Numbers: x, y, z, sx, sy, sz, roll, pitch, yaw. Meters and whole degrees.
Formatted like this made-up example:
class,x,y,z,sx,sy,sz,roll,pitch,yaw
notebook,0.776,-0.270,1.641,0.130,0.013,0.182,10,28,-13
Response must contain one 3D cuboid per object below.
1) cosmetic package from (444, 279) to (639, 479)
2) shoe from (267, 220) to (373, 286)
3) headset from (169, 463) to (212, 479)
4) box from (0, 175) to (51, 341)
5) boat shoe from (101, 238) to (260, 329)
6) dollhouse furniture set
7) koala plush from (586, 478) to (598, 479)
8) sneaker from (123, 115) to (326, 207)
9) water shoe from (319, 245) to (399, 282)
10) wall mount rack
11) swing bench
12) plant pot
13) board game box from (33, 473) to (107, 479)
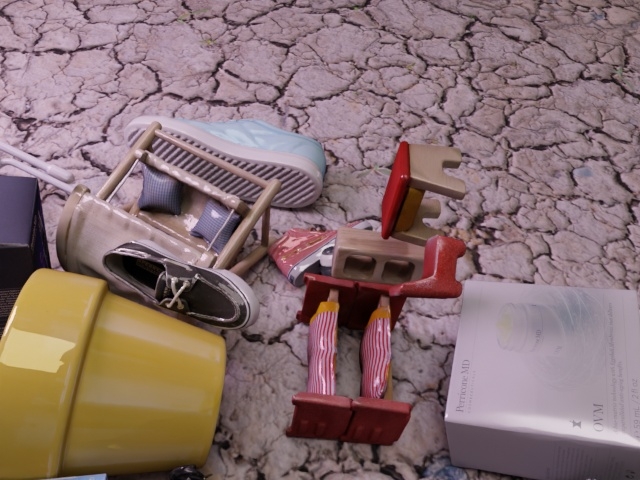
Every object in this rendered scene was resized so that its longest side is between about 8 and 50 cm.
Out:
class,x,y,z,sx,sy,sz,roll,pitch,yaw
cosmetic package,0.292,0.182,0.792,0.224,0.138,0.224,1,47,21
shoe,0.000,0.000,1.009,0.178,0.063,0.081,-33,62,-24
headset,-0.059,0.414,0.614,0.243,0.185,0.394,-17,61,-37
box,-0.441,0.037,0.835,0.108,0.207,0.153,-2,42,-18
boat shoe,-0.185,0.064,0.786,0.219,0.078,0.070,21,15,17
dollhouse furniture set,0.055,0.079,0.746,0.152,0.374,0.201,7,47,-4
koala plush,0.298,0.391,0.628,0.196,0.203,0.221,32,66,22
sneaker,-0.166,-0.165,1.110,0.366,0.135,0.150,17,42,-1
water shoe,0.084,0.044,0.984,0.203,0.080,0.073,-4,9,-32
wall mount rack,-0.534,-0.100,0.947,0.304,0.350,0.130,-14,88,-11
swing bench,-0.234,-0.015,0.941,0.253,0.165,0.255,26,52,15
plant pot,-0.248,0.178,0.736,0.239,0.254,0.254,11,48,-13
board game box,-0.327,0.326,0.644,0.211,0.160,0.039,-2,29,-6
